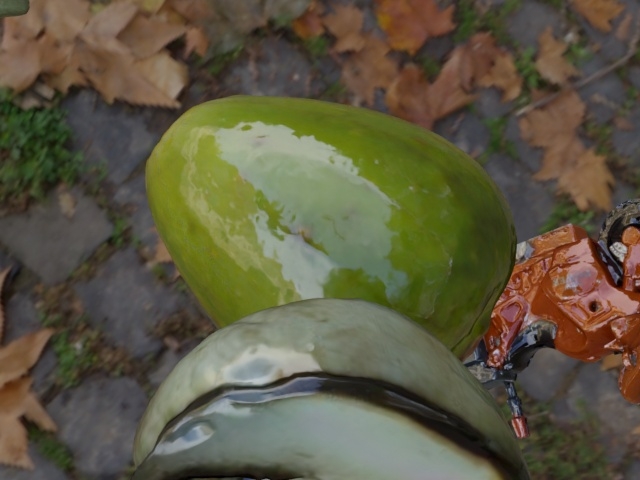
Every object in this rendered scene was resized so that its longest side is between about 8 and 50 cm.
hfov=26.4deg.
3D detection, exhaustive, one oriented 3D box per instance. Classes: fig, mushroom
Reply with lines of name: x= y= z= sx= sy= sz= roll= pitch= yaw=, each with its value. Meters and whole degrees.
fig: x=0.000 y=0.000 z=1.178 sx=0.326 sy=0.258 sz=0.258 roll=28 pitch=63 yaw=0
mushroom: x=0.012 y=0.118 z=0.858 sx=0.267 sy=0.189 sz=0.164 roll=20 pitch=29 yaw=-21

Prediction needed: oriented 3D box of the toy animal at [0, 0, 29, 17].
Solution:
toy animal: x=-0.256 y=-0.118 z=0.789 sx=0.103 sy=0.101 sz=0.218 roll=51 pitch=38 yaw=-34

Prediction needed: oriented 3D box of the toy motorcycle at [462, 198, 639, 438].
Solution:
toy motorcycle: x=0.278 y=0.099 z=1.568 sx=0.148 sy=0.326 sz=0.221 roll=15 pitch=57 yaw=-55
